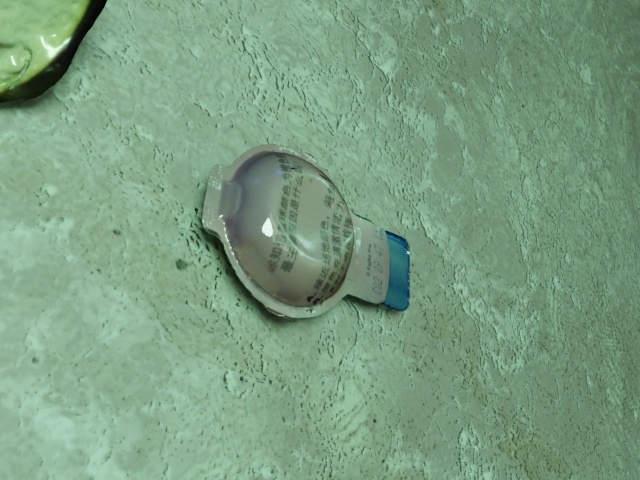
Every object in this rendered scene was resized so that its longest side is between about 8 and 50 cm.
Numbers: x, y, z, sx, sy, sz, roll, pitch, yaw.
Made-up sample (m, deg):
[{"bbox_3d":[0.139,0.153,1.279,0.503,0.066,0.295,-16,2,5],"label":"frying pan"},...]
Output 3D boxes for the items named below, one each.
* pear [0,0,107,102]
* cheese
[{"bbox_3d":[-0.292,-0.241,0.477,0.267,0.267,0.178,-2,53,-41],"label":"pear"},{"bbox_3d":[0.000,0.000,0.706,0.286,0.074,0.189,21,63,-39],"label":"cheese"}]
